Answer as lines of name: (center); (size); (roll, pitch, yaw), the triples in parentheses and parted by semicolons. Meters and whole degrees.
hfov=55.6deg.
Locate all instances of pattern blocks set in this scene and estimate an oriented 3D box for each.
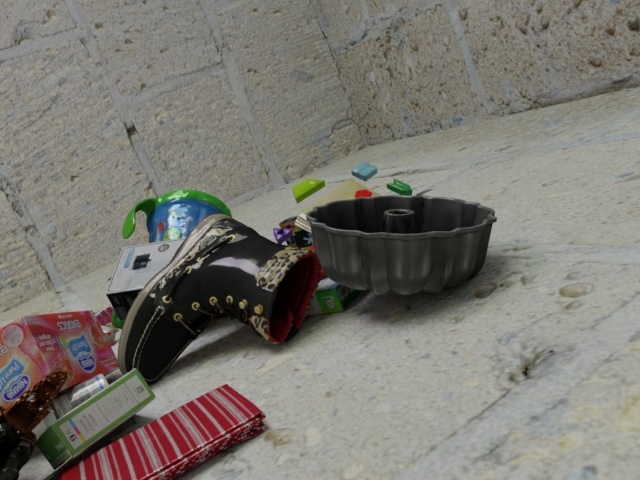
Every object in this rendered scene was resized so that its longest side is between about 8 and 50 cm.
pattern blocks set: (0.048, -0.061, 1.335); (0.325, 0.026, 0.285); (-30, 47, -22)

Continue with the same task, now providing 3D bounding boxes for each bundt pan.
bundt pan: (0.141, 0.008, 1.075); (0.331, 0.124, 0.331); (-2, 14, 1)

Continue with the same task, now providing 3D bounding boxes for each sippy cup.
sippy cup: (-0.352, 0.024, 1.597); (0.306, 0.240, 0.224); (1, 48, -6)

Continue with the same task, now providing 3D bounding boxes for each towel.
towel: (-0.223, 0.290, 0.837); (0.275, 0.031, 0.199); (-25, 10, -23)

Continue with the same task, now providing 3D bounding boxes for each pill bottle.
pill bottle: (-0.424, 0.296, 1.046); (0.137, 0.078, 0.078); (-27, 13, -23)

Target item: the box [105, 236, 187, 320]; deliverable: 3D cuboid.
box: (-0.316, 0.075, 1.379); (0.290, 0.087, 0.169); (-8, 38, 6)

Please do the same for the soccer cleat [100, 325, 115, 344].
soccer cleat: (-0.610, 0.268, 1.515); (0.196, 0.068, 0.076); (-22, 22, -39)

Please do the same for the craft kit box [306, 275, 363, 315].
craft kit box: (0.004, 0.084, 1.288); (0.247, 0.060, 0.250); (-9, 17, 38)

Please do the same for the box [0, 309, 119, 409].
box: (-0.521, 0.231, 1.141); (0.154, 0.142, 0.300); (-28, -5, -2)

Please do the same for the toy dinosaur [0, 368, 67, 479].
toy dinosaur: (-0.481, 0.298, 0.856); (0.164, 0.321, 0.218); (23, 9, -3)

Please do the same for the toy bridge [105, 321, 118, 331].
toy bridge: (-0.606, 0.271, 1.602); (0.063, 0.026, 0.188); (-12, 16, 36)

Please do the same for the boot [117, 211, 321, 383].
boot: (-0.188, 0.130, 1.140); (0.284, 0.138, 0.377); (15, 62, 36)

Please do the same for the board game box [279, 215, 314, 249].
board game box: (0.000, 0.000, 1.446); (0.170, 0.141, 0.048); (-13, 13, 35)

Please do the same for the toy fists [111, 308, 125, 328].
toy fists: (-0.452, 0.159, 1.656); (0.142, 0.096, 0.279); (-16, 15, 29)

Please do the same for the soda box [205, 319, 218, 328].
soda box: (-0.303, 0.185, 1.366); (0.181, 0.058, 0.061); (-31, 16, -39)

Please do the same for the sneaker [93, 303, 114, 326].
sneaker: (-0.635, 0.226, 1.758); (0.170, 0.063, 0.075); (-32, 21, -20)

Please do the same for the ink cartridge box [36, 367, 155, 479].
ink cartridge box: (-0.367, 0.290, 0.932); (0.209, 0.062, 0.109); (-34, -4, -45)
